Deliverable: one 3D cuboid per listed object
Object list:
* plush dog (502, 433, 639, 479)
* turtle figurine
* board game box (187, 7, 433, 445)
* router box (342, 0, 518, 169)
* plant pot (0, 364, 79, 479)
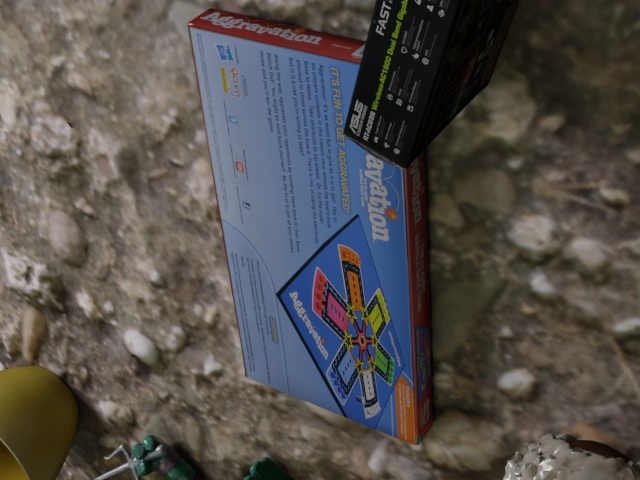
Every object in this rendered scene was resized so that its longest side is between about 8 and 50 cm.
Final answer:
[{"bbox_3d":[0.195,0.270,0.644,0.262,0.211,0.225,29,163,21],"label":"plush dog"},{"bbox_3d":[-0.121,0.254,0.926,0.234,0.118,0.175,-17,70,44],"label":"turtle figurine"},{"bbox_3d":[0.000,0.000,0.680,0.145,0.027,0.281,19,133,29],"label":"board game box"},{"bbox_3d":[0.059,-0.106,0.495,0.038,0.092,0.122,31,137,16],"label":"router box"},{"bbox_3d":[-0.280,0.170,0.994,0.134,0.095,0.134,21,134,24],"label":"plant pot"}]
